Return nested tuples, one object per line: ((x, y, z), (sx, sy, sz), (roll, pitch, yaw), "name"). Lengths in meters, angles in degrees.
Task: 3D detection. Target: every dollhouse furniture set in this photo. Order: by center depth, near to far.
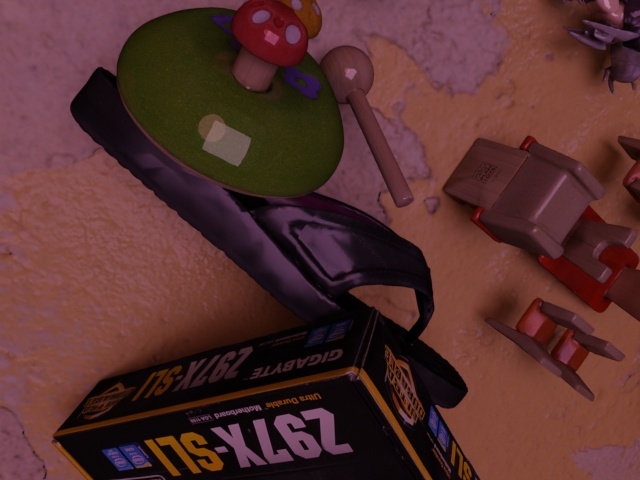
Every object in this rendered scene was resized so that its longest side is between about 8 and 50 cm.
((0.269, -0.003, 0.624), (0.259, 0.135, 0.262), (34, 92, -32), "dollhouse furniture set")

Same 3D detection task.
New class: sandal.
((-0.001, 0.000, 0.503), (0.445, 0.167, 0.107), (41, 94, -20), "sandal")

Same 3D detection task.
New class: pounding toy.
((-0.020, -0.131, 0.434), (0.236, 0.183, 0.110), (4, 140, -35), "pounding toy")

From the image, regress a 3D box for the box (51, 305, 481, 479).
((-0.038, 0.210, 0.501), (0.322, 0.079, 0.257), (-19, 112, 29), "box")

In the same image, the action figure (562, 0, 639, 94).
((0.332, -0.290, 0.573), (0.185, 0.099, 0.285), (1, 107, -24), "action figure")
